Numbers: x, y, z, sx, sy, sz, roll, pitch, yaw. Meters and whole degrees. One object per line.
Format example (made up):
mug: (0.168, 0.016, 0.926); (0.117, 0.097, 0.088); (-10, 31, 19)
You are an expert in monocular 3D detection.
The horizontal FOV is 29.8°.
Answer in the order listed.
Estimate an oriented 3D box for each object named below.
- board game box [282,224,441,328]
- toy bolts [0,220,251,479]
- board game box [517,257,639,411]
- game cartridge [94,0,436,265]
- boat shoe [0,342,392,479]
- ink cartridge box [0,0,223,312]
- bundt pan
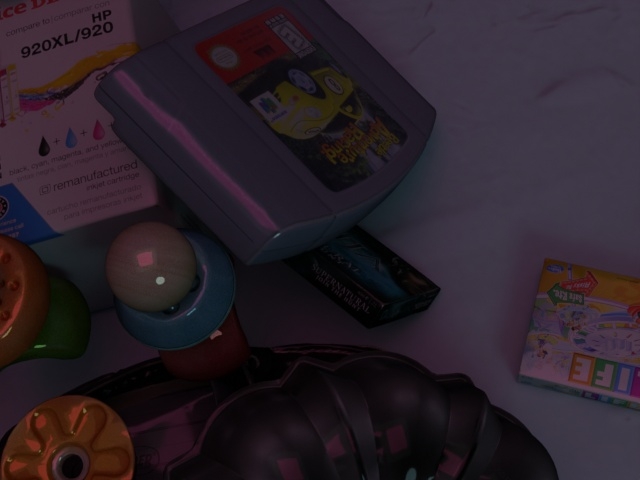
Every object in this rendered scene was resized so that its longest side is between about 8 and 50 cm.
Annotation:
board game box: (0.000, 0.000, 0.982); (0.186, 0.126, 0.026); (38, 109, 18)
toy bolts: (-0.162, 0.075, 0.825); (0.228, 0.158, 0.218); (-19, 69, 4)
board game box: (0.245, 0.081, 0.969); (0.154, 0.026, 0.103); (12, 70, 11)
game cartridge: (-0.022, -0.098, 0.952); (0.196, 0.060, 0.294); (48, 37, 0)
boat shoe: (-0.090, 0.141, 0.934); (0.340, 0.113, 0.127); (-8, 67, 3)
ink cartridge box: (-0.196, -0.080, 0.999); (0.171, 0.168, 0.233); (-15, 66, 9)
bundt pan: (0.042, 0.235, 0.819); (0.330, 0.124, 0.331); (2, 81, -10)
